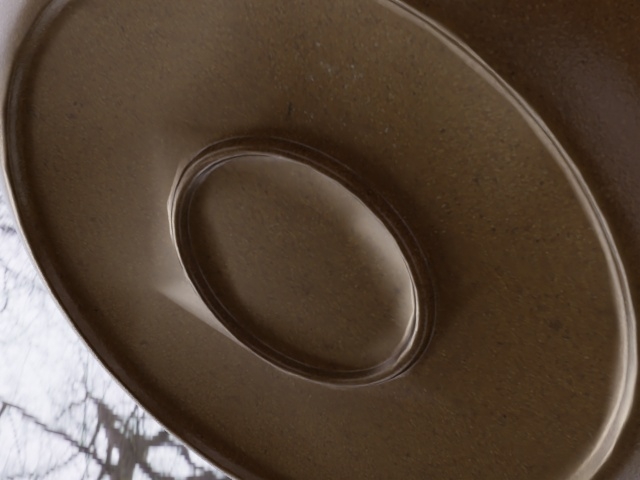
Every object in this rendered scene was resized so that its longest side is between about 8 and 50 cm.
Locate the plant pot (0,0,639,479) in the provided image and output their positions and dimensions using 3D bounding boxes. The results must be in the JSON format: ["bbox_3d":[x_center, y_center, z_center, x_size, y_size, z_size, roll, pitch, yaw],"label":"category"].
[{"bbox_3d":[0.000,0.000,0.376,0.236,0.032,0.236,19,-48,22],"label":"plant pot"}]
